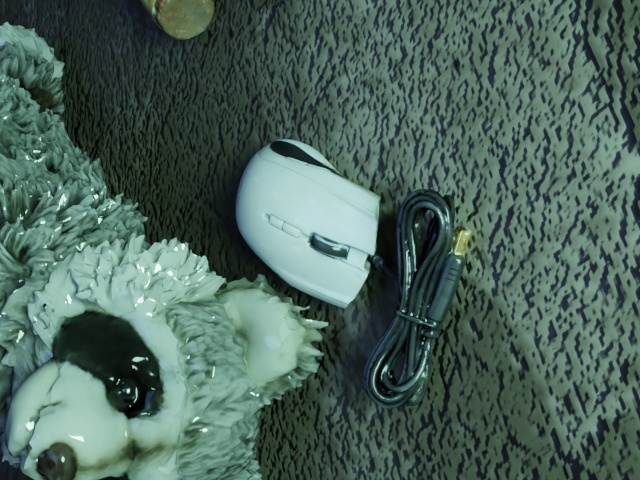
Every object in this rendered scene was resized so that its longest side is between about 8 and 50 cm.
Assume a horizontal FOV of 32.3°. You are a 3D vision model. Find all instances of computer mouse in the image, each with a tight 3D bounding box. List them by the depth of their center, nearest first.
[{"bbox_3d":[0.000,0.000,0.588,0.193,0.042,0.106,33,115,49],"label":"computer mouse"}]

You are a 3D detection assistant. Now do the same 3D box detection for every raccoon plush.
[{"bbox_3d":[-0.140,-0.017,0.725,0.446,0.299,0.216,-78,6,-46],"label":"raccoon plush"}]

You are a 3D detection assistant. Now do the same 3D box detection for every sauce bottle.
[{"bbox_3d":[-0.113,-0.184,0.751,0.128,0.042,0.042,53,128,42],"label":"sauce bottle"}]
